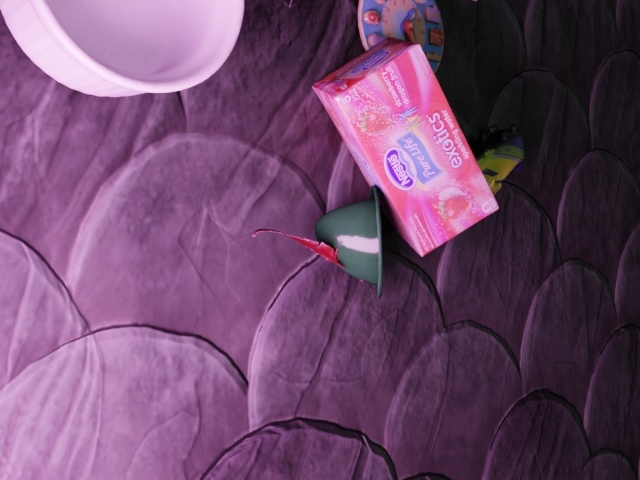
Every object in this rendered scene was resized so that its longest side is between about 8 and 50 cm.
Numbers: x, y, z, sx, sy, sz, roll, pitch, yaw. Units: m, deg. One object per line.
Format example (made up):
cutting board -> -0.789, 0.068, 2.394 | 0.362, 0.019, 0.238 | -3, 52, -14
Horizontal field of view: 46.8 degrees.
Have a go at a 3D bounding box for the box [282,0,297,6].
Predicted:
box -> -0.105, -0.443, 0.851 | 0.322, 0.257, 0.079 | 44, 84, -9

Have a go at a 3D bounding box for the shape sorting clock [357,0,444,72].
shape sorting clock -> 0.146, -0.372, 1.289 | 0.206, 0.040, 0.206 | 3, 86, -43

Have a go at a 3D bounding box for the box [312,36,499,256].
box -> 0.133, -0.147, 1.162 | 0.154, 0.142, 0.300 | -32, 113, -1

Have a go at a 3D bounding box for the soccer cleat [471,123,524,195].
soccer cleat -> 0.298, -0.120, 1.385 | 0.289, 0.093, 0.121 | -35, 118, -37

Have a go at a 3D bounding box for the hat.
hat -> 0.000, 0.000, 1.145 | 0.209, 0.183, 0.173 | 86, 1, -45

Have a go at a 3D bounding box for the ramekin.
ramekin -> -0.238, -0.302, 0.869 | 0.277, 0.135, 0.278 | 3, 86, -42
